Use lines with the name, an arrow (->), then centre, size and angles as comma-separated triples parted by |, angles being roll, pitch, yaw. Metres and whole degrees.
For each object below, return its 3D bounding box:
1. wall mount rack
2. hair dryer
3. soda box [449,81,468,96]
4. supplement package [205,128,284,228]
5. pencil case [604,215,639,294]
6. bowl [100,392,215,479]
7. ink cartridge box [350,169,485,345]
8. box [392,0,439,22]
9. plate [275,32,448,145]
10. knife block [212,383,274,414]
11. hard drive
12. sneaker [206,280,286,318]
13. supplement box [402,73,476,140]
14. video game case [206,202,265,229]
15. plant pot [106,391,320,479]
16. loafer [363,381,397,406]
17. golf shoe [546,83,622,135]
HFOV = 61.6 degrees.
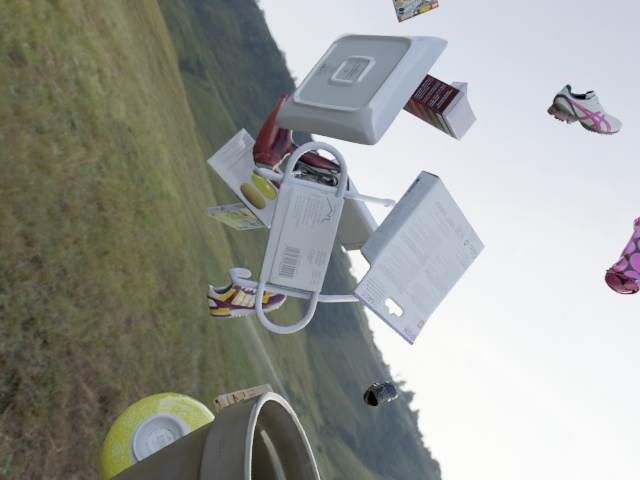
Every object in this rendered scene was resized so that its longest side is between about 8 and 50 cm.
wall mount rack -> 0.000, 0.000, 1.013 | 0.130, 0.304, 0.350 | -144, -113, -73
hair dryer -> -0.062, -0.212, 1.324 | 0.080, 0.223, 0.293 | -5, -75, 56
soda box -> 0.448, -0.488, 1.797 | 0.053, 0.169, 0.060 | 9, -61, 25
supplement package -> -0.185, -0.170, 1.490 | 0.244, 0.139, 0.134 | 47, -5, -14
pencil case -> 0.784, 0.030, 1.330 | 0.098, 0.209, 0.095 | 39, -21, -4
bowl -> -0.367, 0.481, 1.243 | 0.289, 0.289, 0.156 | 60, -24, 23
ink cartridge box -> 0.157, 0.036, 0.882 | 0.045, 0.224, 0.223 | 32, -8, 45
box -> 0.301, -0.765, 1.712 | 0.094, 0.137, 0.027 | 61, 15, -46
plate -> 0.066, -0.320, 1.059 | 0.278, 0.277, 0.045 | 21, -21, 40
knife block -> -0.248, 0.590, 1.792 | 0.088, 0.275, 0.242 | 57, -46, 33
hard drive -> 0.080, -0.121, 1.967 | 0.233, 0.047, 0.353 | -8, -64, 58
sneaker -> -0.173, 0.127, 1.265 | 0.069, 0.185, 0.084 | -143, -135, -68
supplement box -> 0.252, -0.347, 1.305 | 0.239, 0.073, 0.130 | 40, 4, 32
video game case -> -0.236, -0.082, 1.804 | 0.227, 0.206, 0.026 | 32, 54, -67
plant pot -> -0.159, 0.388, 0.690 | 0.323, 0.280, 0.323 | -16, 90, -83
loafer -> 0.148, 0.427, 1.475 | 0.062, 0.061, 0.170 | 62, -26, 17
golf shoe -> 0.638, -0.306, 1.268 | 0.067, 0.186, 0.086 | -88, -163, -56
